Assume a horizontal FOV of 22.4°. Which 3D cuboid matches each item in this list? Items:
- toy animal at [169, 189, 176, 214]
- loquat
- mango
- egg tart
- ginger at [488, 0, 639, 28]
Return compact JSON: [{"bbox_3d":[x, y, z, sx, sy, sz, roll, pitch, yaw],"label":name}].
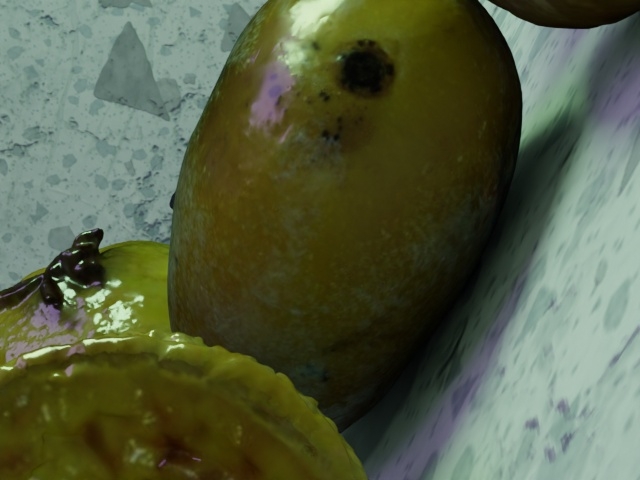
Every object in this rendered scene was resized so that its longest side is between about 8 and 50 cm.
[{"bbox_3d":[-0.139,-0.008,2.025,0.298,0.122,0.185,-61,-12,-72],"label":"toy animal"},{"bbox_3d":[-0.157,0.105,1.237,0.244,0.244,0.244,-63,7,13],"label":"loquat"},{"bbox_3d":[0.000,0.000,0.785,0.193,0.146,0.316,-58,-7,-41],"label":"mango"},{"bbox_3d":[-0.062,0.132,0.628,0.203,0.202,0.147,-64,-7,2],"label":"egg tart"},{"bbox_3d":[0.102,-0.144,0.582,0.309,0.133,0.107,112,167,-83],"label":"ginger"}]
